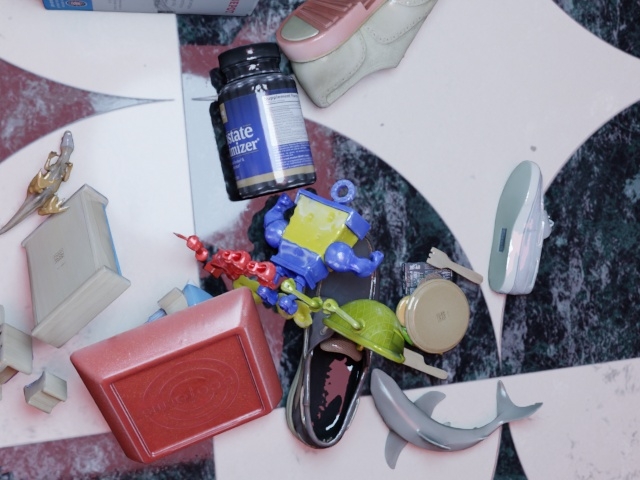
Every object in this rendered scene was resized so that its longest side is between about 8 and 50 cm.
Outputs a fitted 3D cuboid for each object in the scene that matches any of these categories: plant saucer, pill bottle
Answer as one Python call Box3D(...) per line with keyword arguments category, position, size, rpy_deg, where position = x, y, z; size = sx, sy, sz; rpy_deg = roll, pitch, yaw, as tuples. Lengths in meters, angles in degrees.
Box3D(category="plant saucer", position=(-0.189, 0.211, 1.152), size=(0.258, 0.047, 0.259), rpy_deg=(-21, 133, -9))
Box3D(category="pill bottle", position=(-0.086, -0.180, 1.215), size=(0.123, 0.123, 0.219), rpy_deg=(-13, 92, -13))

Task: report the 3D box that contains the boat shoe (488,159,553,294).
Box3D(category="boat shoe", position=(0.345, -0.018, 1.354), size=(0.081, 0.079, 0.227), rpy_deg=(10, 94, -21))

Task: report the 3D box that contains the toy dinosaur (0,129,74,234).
Box3D(category="toy dinosaur", position=(-0.408, -0.062, 1.160), size=(0.064, 0.112, 0.211), rpy_deg=(43, 75, -26))

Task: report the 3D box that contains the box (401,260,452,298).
Box3D(category="box", position=(0.177, 0.069, 1.337), size=(0.083, 0.018, 0.067), rpy_deg=(-3, 91, -14))

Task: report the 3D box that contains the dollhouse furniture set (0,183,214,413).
Box3D(category="dollhouse furniture set", position=(-0.303, 0.122, 1.196), size=(0.286, 0.198, 0.303), rpy_deg=(-40, 132, 11))

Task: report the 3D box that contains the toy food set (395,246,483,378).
Box3D(category="toy food set", position=(0.185, 0.121, 1.318), size=(0.132, 0.038, 0.192), rpy_deg=(27, 81, -22))

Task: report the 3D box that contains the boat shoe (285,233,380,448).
Box3D(category="boat shoe", position=(0.036, 0.152, 1.245), size=(0.132, 0.130, 0.355), rpy_deg=(8, 89, -14))

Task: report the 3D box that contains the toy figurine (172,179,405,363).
Box3D(category="toy figurine", position=(0.000, 0.000, 1.141), size=(0.217, 0.363, 0.191), rpy_deg=(-57, 144, -15))

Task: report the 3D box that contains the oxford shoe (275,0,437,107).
Box3D(category="oxford shoe", position=(0.104, -0.363, 1.279), size=(0.397, 0.140, 0.146), rpy_deg=(-37, 131, -16))

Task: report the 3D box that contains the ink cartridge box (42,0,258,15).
Box3D(category="ink cartridge box", position=(-0.237, -0.407, 1.123), size=(0.308, 0.223, 0.129), rpy_deg=(-2, 90, -14))

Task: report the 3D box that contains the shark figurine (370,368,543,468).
Box3D(category="shark figurine", position=(0.212, 0.309, 1.303), size=(0.278, 0.116, 0.166), rpy_deg=(8, 90, -12))
